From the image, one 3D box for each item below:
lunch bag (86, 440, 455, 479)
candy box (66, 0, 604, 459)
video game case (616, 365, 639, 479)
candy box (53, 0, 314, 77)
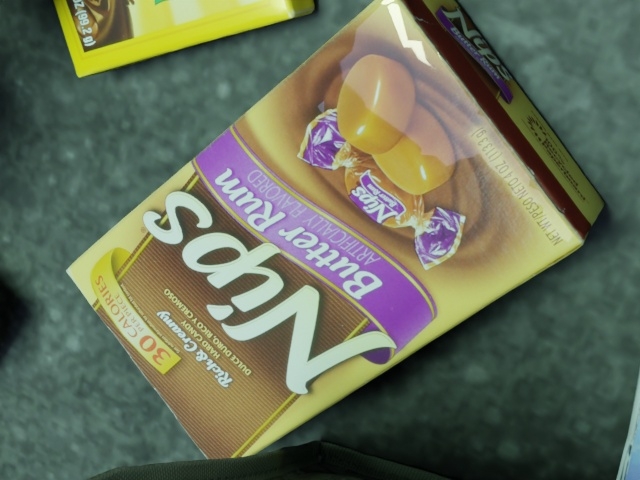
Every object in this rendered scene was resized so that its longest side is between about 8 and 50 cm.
[{"bbox_3d":[-0.007,0.193,0.342,0.168,0.287,0.235,13,88,20],"label":"lunch bag"},{"bbox_3d":[0.000,0.000,0.443,0.186,0.053,0.109,-37,90,30],"label":"candy box"},{"bbox_3d":[0.243,-0.002,0.328,0.269,0.061,0.244,14,111,20],"label":"video game case"},{"bbox_3d":[-0.078,-0.174,0.434,0.105,0.027,0.206,-11,102,25],"label":"candy box"}]
